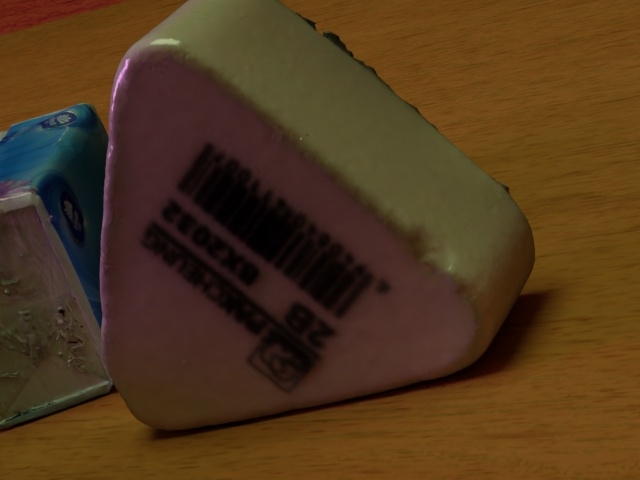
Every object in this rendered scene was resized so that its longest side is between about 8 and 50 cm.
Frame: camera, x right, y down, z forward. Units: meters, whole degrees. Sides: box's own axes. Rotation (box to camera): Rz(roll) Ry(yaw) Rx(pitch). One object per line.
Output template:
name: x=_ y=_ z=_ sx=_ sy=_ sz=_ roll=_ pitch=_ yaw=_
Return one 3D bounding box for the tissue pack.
tissue pack: x=-0.248 y=0.016 z=1.757 sx=0.146 sy=0.198 sz=0.263 roll=-17 pitch=18 yaw=11

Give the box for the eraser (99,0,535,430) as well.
eraser: x=0.000 y=0.000 z=1.458 sx=0.331 sy=0.331 sz=0.150 roll=-15 pitch=20 yaw=26
